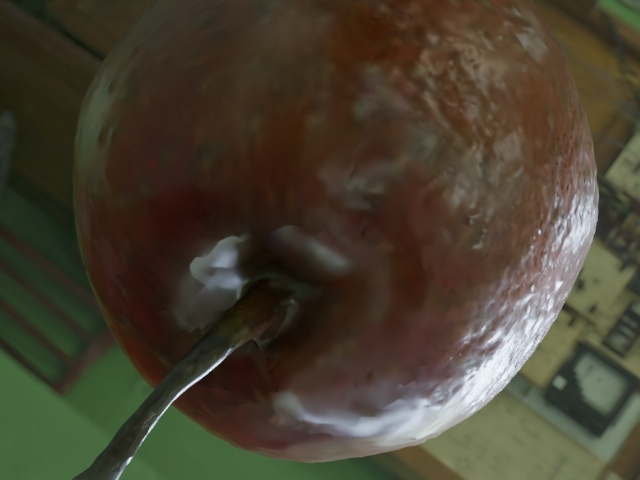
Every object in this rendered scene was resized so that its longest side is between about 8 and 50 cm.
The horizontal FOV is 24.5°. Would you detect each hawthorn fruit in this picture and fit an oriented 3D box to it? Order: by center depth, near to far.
[{"bbox_3d":[0.016,-0.014,0.638,0.235,0.263,0.231,-48,129,8],"label":"hawthorn fruit"}]
